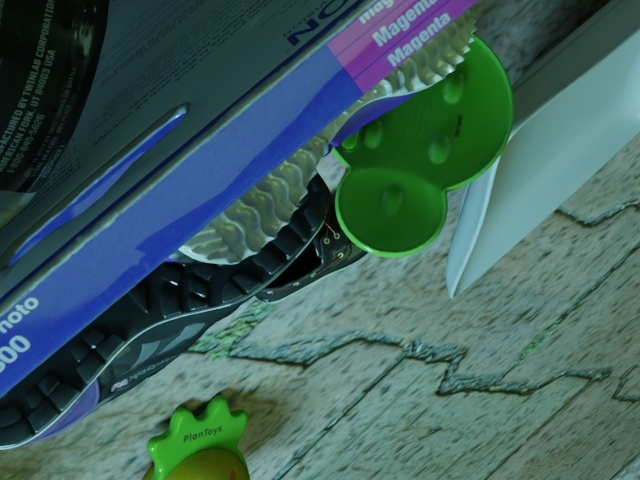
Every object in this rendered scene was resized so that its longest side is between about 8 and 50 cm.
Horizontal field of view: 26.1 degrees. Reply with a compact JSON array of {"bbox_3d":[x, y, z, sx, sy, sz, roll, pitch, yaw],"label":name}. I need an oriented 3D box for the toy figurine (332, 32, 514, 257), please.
[{"bbox_3d":[0.054,-0.044,0.960,0.159,0.130,0.173,96,6,-70],"label":"toy figurine"}]

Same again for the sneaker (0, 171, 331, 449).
[{"bbox_3d":[-0.119,0.035,0.933,0.283,0.107,0.124,-33,168,-1],"label":"sneaker"}]

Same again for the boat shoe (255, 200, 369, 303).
[{"bbox_3d":[0.001,0.001,1.055,0.133,0.049,0.042,-34,162,1],"label":"boat shoe"}]

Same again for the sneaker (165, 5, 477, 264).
[{"bbox_3d":[-0.032,-0.089,0.829,0.293,0.102,0.146,-44,-163,-33],"label":"sneaker"}]

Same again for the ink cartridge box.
[{"bbox_3d":[-0.090,-0.040,0.610,0.324,0.330,0.071,-39,115,4],"label":"ink cartridge box"}]

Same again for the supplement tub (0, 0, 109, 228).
[{"bbox_3d":[-0.242,-0.102,0.408,0.207,0.207,0.338,-48,152,19],"label":"supplement tub"}]

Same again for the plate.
[{"bbox_3d":[0.202,-0.101,1.096,0.277,0.045,0.278,-41,162,-20],"label":"plate"}]

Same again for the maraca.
[{"bbox_3d":[-0.112,0.225,1.225,0.127,0.099,0.186,-15,120,-43],"label":"maraca"}]
